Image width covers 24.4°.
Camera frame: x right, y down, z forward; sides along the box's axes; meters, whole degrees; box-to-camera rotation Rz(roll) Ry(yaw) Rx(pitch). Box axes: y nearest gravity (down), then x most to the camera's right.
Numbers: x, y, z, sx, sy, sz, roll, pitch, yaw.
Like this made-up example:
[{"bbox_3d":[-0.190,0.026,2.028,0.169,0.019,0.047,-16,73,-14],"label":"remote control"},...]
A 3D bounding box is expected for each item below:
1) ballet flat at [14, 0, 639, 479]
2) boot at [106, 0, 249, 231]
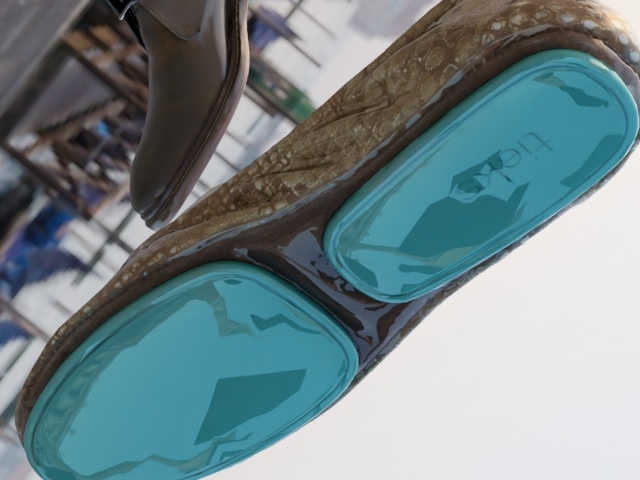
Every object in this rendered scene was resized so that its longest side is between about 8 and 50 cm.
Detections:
[{"bbox_3d":[0.000,0.000,0.407,0.206,0.073,0.067,-33,-152,20],"label":"ballet flat"},{"bbox_3d":[-0.092,-0.120,0.806,0.082,0.106,0.219,-20,-129,63],"label":"boot"}]
